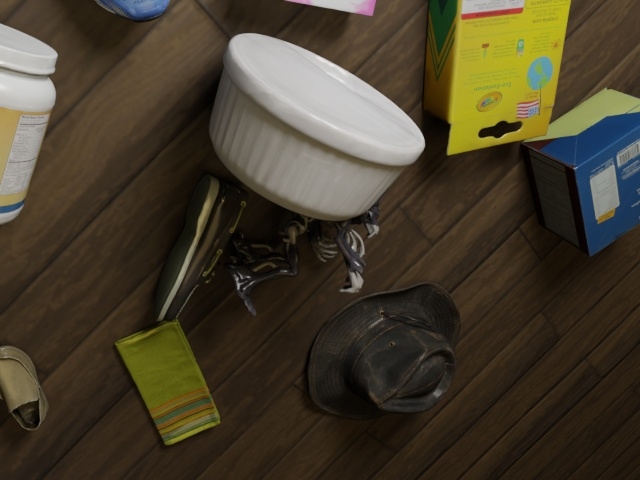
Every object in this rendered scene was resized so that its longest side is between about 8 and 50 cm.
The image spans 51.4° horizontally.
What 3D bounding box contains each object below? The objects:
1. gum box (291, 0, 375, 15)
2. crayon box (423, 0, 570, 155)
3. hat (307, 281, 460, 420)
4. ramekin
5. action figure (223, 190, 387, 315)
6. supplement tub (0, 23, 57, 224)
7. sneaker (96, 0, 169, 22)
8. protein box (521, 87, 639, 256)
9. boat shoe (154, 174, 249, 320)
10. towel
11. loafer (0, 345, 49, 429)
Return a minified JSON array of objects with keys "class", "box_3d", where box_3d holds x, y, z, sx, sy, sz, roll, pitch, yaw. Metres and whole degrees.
[{"class":"gum box","box_3d":[-0.006,-0.354,0.836,0.188,0.062,0.107,0,117,-27]},{"class":"crayon box","box_3d":[0.262,-0.301,0.994,0.202,0.081,0.319,-12,121,-21]},{"class":"hat","box_3d":[0.147,0.239,1.208,0.331,0.134,0.331,-13,123,-21]},{"class":"ramekin","box_3d":[-0.014,-0.137,0.839,0.272,0.273,0.127,12,122,-32]},{"class":"action figure","box_3d":[0.000,0.000,0.987,0.275,0.164,0.141,-29,115,2]},{"class":"supplement tub","box_3d":[-0.376,-0.130,0.721,0.144,0.144,0.200,13,110,-32]},{"class":"sneaker","box_3d":[-0.233,-0.374,0.657,0.129,0.147,0.330,-26,126,-12]},{"class":"protein box","box_3d":[0.494,-0.122,1.179,0.199,0.136,0.201,-32,127,-8]},{"class":"boat shoe","box_3d":[-0.173,0.021,0.950,0.068,0.081,0.228,18,105,-29]},{"class":"towel","box_3d":[-0.241,0.234,1.074,0.102,0.021,0.237,-24,125,-15]},{"class":"loafer","box_3d":[-0.427,0.212,0.946,0.056,0.050,0.148,-25,126,-13]}]
